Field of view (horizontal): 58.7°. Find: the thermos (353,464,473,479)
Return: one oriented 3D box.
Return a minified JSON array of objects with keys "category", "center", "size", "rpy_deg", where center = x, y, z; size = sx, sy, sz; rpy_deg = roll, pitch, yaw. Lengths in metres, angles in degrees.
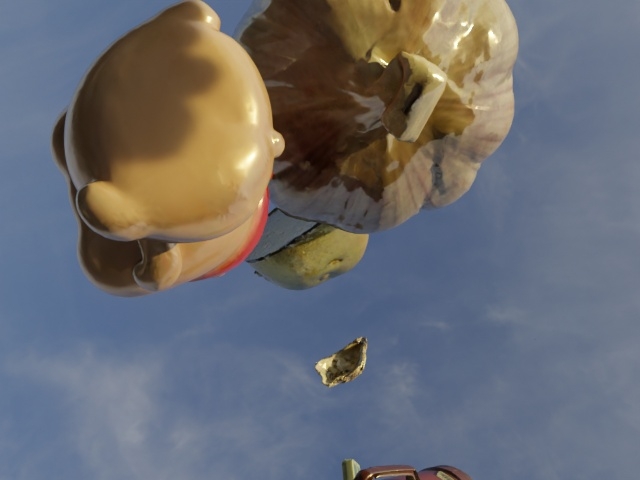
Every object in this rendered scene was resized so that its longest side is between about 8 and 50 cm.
[{"category":"thermos","center":[0.053,0.258,0.506],"size":[0.099,0.232,0.124],"rpy_deg":[22,-84,47]}]

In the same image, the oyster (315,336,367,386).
[{"category":"oyster","center":[0.036,0.167,0.772],"size":[0.093,0.034,0.051],"rpy_deg":[-24,-136,-22]}]

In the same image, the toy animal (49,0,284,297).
[{"category":"toy animal","center":[-0.108,-0.049,0.405],"size":[0.171,0.198,0.171],"rpy_deg":[4,-106,-14]}]

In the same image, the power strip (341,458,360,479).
[{"category":"power strip","center":[0.042,0.317,0.705],"size":[0.016,0.040,0.090],"rpy_deg":[-14,-126,12]}]

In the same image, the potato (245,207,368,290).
[{"category":"potato","center":[0.000,0.000,0.795],"size":[0.202,0.182,0.117],"rpy_deg":[-34,-72,11]}]

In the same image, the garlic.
[{"category":"garlic","center":[0.050,-0.151,0.601],"size":[0.322,0.322,0.241],"rpy_deg":[-2,-139,20]}]
